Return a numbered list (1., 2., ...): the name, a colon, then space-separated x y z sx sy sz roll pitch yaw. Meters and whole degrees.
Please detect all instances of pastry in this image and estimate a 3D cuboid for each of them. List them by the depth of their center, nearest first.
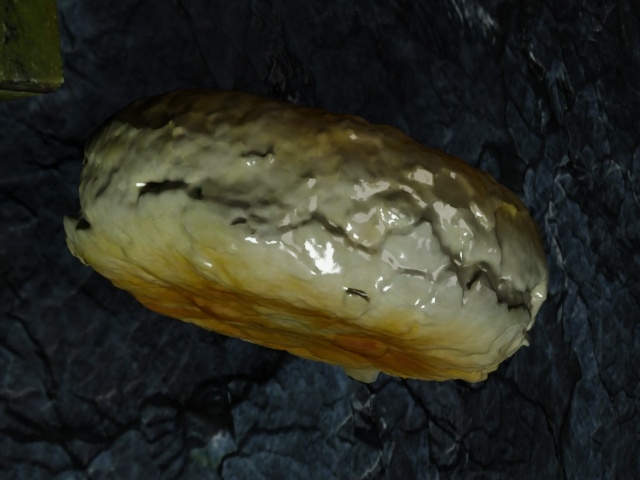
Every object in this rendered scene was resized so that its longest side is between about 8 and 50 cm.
1. pastry: 0.000 0.000 0.877 0.329 0.329 0.136 29 71 -47

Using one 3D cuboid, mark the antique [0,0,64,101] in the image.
1. antique: -0.216 -0.196 0.805 0.080 0.081 0.221 0 85 -53
